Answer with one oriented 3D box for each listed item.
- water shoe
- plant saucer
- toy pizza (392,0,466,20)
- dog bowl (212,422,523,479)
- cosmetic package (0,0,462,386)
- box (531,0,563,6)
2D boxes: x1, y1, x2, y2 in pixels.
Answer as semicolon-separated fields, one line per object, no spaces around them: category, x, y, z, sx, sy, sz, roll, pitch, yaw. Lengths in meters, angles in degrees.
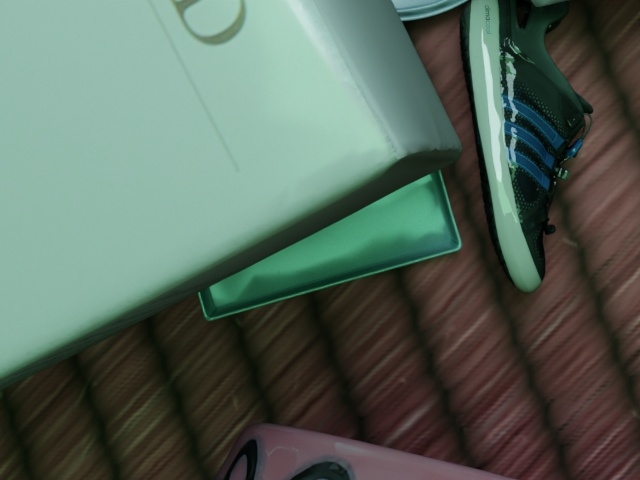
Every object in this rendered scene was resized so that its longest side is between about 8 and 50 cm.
water shoe;0.144;-0.067;0.707;0.080;0.073;0.203;-9;93;6
plant saucer;0.000;0.000;0.757;0.192;0.018;0.067;-16;91;9
toy pizza;0.051;-0.250;0.729;0.201;0.032;0.201;0;93;6
dog bowl;0.101;0.214;0.582;0.408;0.408;0.150;14;78;6
cosmetic package;-0.174;-0.101;0.602;0.393;0.327;0.329;-27;89;14
box;0.180;-0.303;0.625;0.169;0.087;0.290;-8;76;25
